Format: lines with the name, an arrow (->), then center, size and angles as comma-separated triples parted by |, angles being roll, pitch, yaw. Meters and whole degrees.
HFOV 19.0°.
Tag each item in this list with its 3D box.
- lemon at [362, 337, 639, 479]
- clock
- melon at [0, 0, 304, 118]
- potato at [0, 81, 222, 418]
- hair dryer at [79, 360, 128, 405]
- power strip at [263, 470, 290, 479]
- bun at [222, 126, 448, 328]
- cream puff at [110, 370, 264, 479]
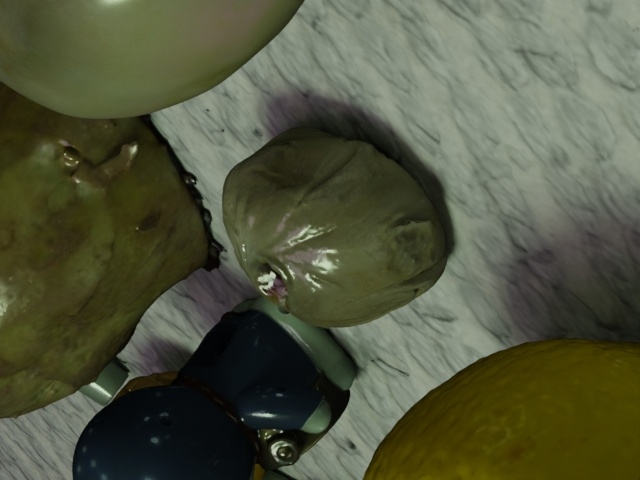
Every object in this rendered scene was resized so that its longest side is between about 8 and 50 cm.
lemon -> 0.171, 0.216, 1.229 | 0.336, 0.336, 0.336 | 33, 152, 20
clock -> -0.098, 0.163, 1.605 | 0.146, 0.243, 0.200 | 53, 155, -16
melon -> -0.112, -0.191, 1.117 | 0.223, 0.223, 0.317 | 47, 154, -7
potato -> -0.264, 0.012, 1.615 | 0.301, 0.237, 0.288 | 8, 137, 50
hair dryer -> -0.302, 0.108, 2.033 | 0.229, 0.092, 0.267 | 33, 167, 9
power strip -> -0.081, 0.254, 1.935 | 0.272, 0.052, 0.078 | 24, 148, 37
bun -> 0.000, 0.000, 1.363 | 0.167, 0.113, 0.173 | 36, 155, 15
cream puff -> -0.147, 0.217, 1.837 | 0.189, 0.129, 0.189 | 18, 117, 39
